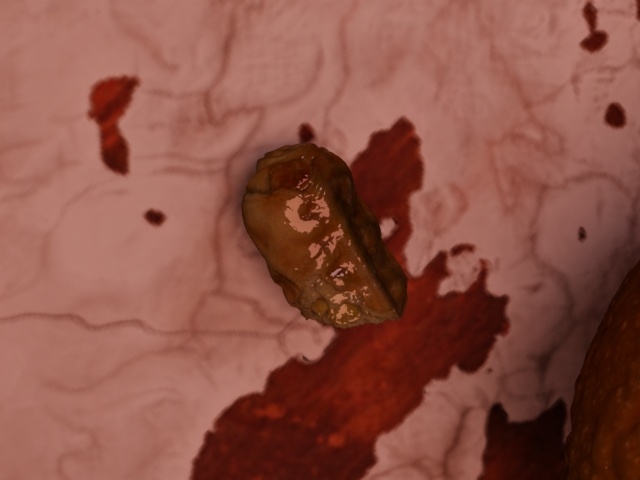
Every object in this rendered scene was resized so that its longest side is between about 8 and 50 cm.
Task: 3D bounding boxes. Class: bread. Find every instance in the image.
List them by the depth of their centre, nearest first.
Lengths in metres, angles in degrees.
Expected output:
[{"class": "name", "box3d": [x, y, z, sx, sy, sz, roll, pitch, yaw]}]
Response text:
[{"class": "bread", "box3d": [0.000, 0.000, 0.911, 0.066, 0.060, 0.110, -40, 117, -23]}]

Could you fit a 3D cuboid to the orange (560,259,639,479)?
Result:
[{"class": "orange", "box3d": [0.302, 0.090, 0.921, 0.357, 0.322, 0.322, -27, 113, -2]}]
